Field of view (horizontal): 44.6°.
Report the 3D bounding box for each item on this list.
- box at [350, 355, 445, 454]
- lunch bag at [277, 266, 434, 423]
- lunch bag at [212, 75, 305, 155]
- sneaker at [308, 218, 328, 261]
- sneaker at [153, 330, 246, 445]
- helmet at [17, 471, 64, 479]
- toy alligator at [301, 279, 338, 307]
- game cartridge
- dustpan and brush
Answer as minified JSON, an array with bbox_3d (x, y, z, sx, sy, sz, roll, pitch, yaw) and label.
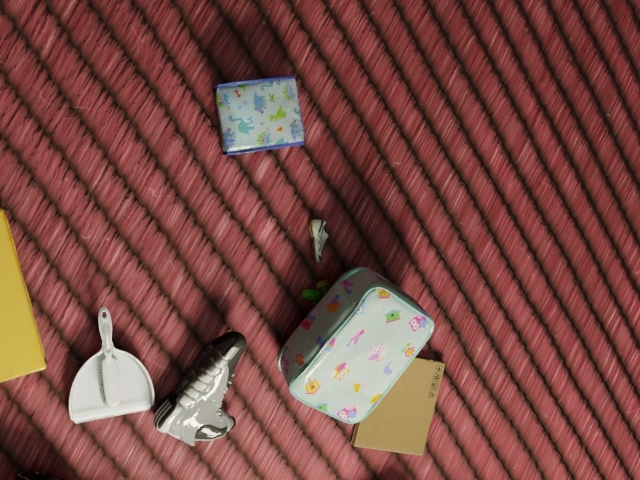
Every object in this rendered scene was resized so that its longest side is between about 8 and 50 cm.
[{"bbox_3d":[0.160,0.332,1.596,0.165,0.021,0.201,14,91,-22],"label":"box"},{"bbox_3d":[0.067,0.203,1.468,0.224,0.108,0.279,32,100,-36],"label":"lunch bag"},{"bbox_3d":[-0.109,-0.224,1.396,0.151,0.096,0.128,-10,99,-10],"label":"lunch bag"},{"bbox_3d":[0.000,0.000,1.494,0.037,0.032,0.083,-7,98,-20],"label":"sneaker"},{"bbox_3d":[-0.188,0.281,1.432,0.132,0.086,0.228,42,90,-24],"label":"sneaker"},{"bbox_3d":[-0.467,0.473,1.293,0.170,0.161,0.169,-2,96,-21],"label":"helmet"},{"bbox_3d":[0.050,0.111,1.518,0.190,0.056,0.051,-3,138,-22],"label":"toy alligator"},{"bbox_3d":[-0.640,0.118,1.255,0.324,0.053,0.285,-14,100,-17],"label":"game cartridge"},{"bbox_3d":[-0.370,0.215,1.358,0.147,0.060,0.211,-7,98,-20],"label":"dustpan and brush"}]
